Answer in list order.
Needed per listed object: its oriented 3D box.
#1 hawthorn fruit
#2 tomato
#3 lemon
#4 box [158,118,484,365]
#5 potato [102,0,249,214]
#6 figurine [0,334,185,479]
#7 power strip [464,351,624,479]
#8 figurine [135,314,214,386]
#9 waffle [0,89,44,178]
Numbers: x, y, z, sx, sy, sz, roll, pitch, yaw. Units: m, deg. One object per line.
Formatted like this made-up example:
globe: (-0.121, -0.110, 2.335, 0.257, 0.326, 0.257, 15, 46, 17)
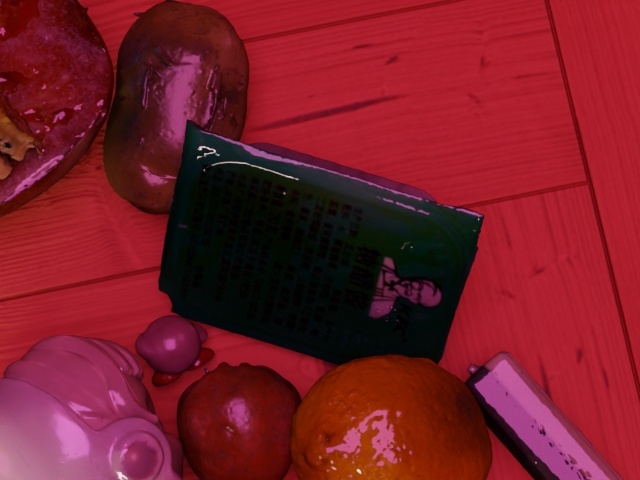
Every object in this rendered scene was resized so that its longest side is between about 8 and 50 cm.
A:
hawthorn fruit: (-0.084, 0.221, 1.758, 0.149, 0.149, 0.189, -12, 104, -2)
tomato: (-0.388, -0.158, 1.819, 0.338, 0.144, 0.338, -2, 72, 6)
lemon: (0.077, 0.222, 1.704, 0.204, 0.260, 0.204, -8, 76, 37)
box: (0.000, 0.000, 1.769, 0.336, 0.264, 0.106, 17, 39, 2)
potato: (-0.166, -0.152, 1.810, 0.169, 0.143, 0.248, 10, 82, 42)
figurine: (-0.230, 0.268, 1.671, 0.211, 0.253, 0.361, -19, 74, -40)
power strip: (0.256, 0.230, 1.765, 0.070, 0.105, 0.257, -41, 82, -8)
figurine: (-0.167, 0.119, 1.807, 0.083, 0.067, 0.071, -29, 101, -20)
waffle: (-0.430, -0.211, 1.657, 0.091, 0.213, 0.308, -37, 72, -2)
